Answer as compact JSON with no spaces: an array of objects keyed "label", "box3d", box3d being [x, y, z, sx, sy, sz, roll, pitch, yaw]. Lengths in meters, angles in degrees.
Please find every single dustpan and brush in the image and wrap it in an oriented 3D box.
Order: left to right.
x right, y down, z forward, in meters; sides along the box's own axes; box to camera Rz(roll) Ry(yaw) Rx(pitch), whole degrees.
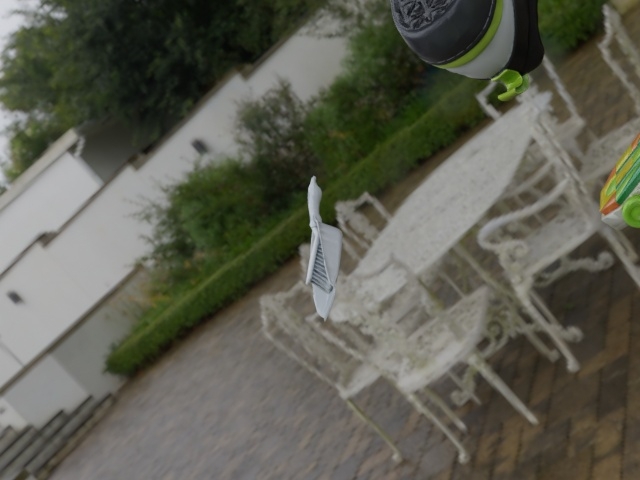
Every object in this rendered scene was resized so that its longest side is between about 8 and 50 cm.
[{"label":"dustpan and brush","box3d":[0.000,0.000,1.409,0.147,0.060,0.211,106,173,-66]}]

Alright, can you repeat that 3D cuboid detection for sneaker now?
[{"label":"sneaker","box3d":[0.092,-0.188,0.572,0.084,0.097,0.235,-25,54,46]}]

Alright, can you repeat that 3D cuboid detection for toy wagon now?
[{"label":"toy wagon","box3d":[0.617,-0.177,1.640,0.344,0.068,0.267,-60,-2,30]}]
